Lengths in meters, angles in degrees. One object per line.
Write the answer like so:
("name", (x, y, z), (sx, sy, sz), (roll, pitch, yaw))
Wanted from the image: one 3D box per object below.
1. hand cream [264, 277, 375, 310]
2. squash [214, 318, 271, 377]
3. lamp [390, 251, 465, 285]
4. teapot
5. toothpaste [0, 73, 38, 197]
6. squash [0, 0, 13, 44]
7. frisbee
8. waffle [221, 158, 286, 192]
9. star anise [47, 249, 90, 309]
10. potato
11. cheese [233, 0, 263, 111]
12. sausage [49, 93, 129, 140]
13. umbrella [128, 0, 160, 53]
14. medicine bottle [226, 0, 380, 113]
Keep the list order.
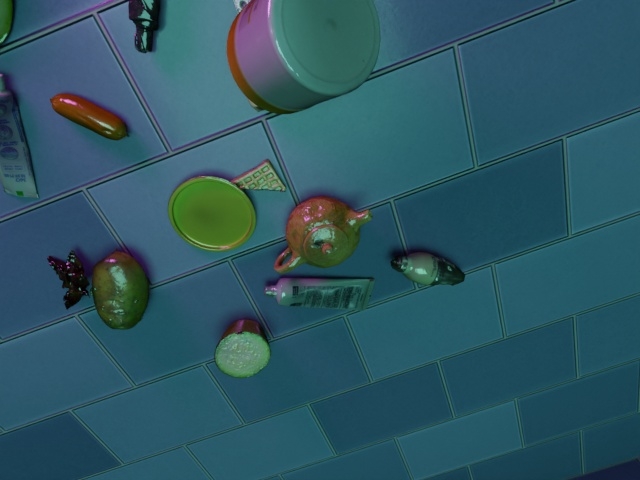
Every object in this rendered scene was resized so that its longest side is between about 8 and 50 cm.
("hand cream", (-0.003, 0.159, 1.225), (0.341, 0.077, 0.124), (4, 116, -17))
("squash", (-0.238, 0.324, 1.241), (0.170, 0.122, 0.170), (-2, 116, -5))
("lamp", (0.327, 0.088, 1.197), (0.250, 0.101, 0.101), (12, 115, -21))
("teapot", (0.000, 0.000, 1.077), (0.311, 0.167, 0.203), (-32, 116, 11))
("toothpaste", (-0.735, -0.236, 0.943), (0.075, 0.048, 0.300), (-9, 129, -33))
("squash", (-0.669, -0.530, 0.749), (0.111, 0.203, 0.288), (-35, 120, -33))
("frisbee", (-0.291, -0.067, 1.080), (0.236, 0.017, 0.235), (-2, 124, -2))
("waffle", (-0.178, -0.141, 1.065), (0.153, 0.023, 0.097), (-27, 115, 6))
("star anise", (-0.688, 0.100, 1.100), (0.212, 0.054, 0.157), (-24, 90, 41))
("potato", (-0.559, 0.139, 1.120), (0.150, 0.113, 0.251), (3, 109, -4))
("cheese", (-0.136, -0.432, 0.906), (0.127, 0.050, 0.255), (-16, 118, 2))
("sausage", (-0.538, -0.291, 0.933), (0.183, 0.054, 0.062), (28, 83, -16))
("umbrella", (-0.361, -0.517, 0.835), (0.066, 0.059, 0.235), (16, 114, 5))
("medicine bottle", (-0.039, -0.390, 0.795), (0.238, 0.232, 0.237), (-4, 99, -31))
